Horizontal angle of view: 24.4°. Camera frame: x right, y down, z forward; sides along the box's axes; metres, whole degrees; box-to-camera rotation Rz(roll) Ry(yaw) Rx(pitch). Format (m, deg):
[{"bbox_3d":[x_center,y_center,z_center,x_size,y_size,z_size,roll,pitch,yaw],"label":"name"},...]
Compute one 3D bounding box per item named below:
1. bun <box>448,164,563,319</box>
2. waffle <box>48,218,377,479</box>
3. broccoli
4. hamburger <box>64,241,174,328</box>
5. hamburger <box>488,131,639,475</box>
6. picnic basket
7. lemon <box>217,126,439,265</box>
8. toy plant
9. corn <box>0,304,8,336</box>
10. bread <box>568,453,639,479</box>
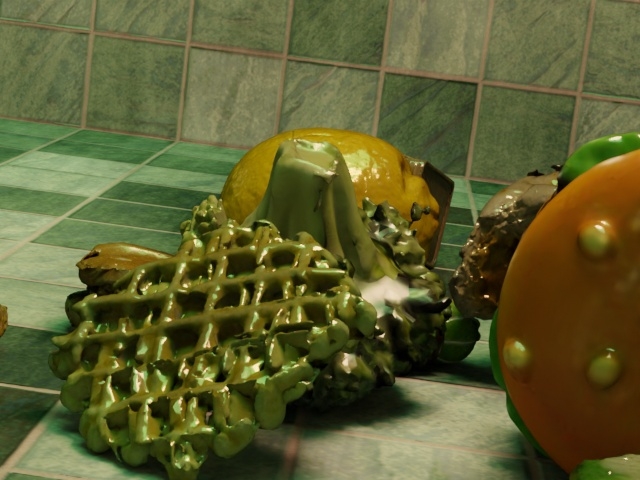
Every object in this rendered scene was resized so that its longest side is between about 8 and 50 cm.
[{"bbox_3d":[0.313,0.014,1.830,0.281,0.205,0.281,9,8,-1],"label":"bun"},{"bbox_3d":[-0.114,0.094,1.473,0.317,0.073,0.297,-36,39,-19],"label":"waffle"},{"bbox_3d":[-0.011,0.023,1.706,0.347,0.281,0.293,26,35,31],"label":"broccoli"},{"bbox_3d":[-0.228,0.076,1.844,0.185,0.113,0.177,19,8,20],"label":"hamburger"},{"bbox_3d":[0.373,0.071,1.486,0.395,0.396,0.277,9,10,10],"label":"hamburger"},{"bbox_3d":[0.118,-0.056,2.469,0.139,0.165,0.266,13,-3,18],"label":"picnic basket"},{"bbox_3d":[0.003,-0.016,1.994,0.297,0.297,0.297,7,10,-1],"label":"lemon"},{"bbox_3d":[0.136,0.116,1.889,0.162,0.093,0.092,-1,13,-38],"label":"toy plant"},{"bbox_3d":[-0.413,0.105,1.604,0.086,0.087,0.288,8,8,6],"label":"corn"},{"bbox_3d":[0.382,0.262,1.158,0.366,0.129,0.381,16,13,43],"label":"bread"}]
